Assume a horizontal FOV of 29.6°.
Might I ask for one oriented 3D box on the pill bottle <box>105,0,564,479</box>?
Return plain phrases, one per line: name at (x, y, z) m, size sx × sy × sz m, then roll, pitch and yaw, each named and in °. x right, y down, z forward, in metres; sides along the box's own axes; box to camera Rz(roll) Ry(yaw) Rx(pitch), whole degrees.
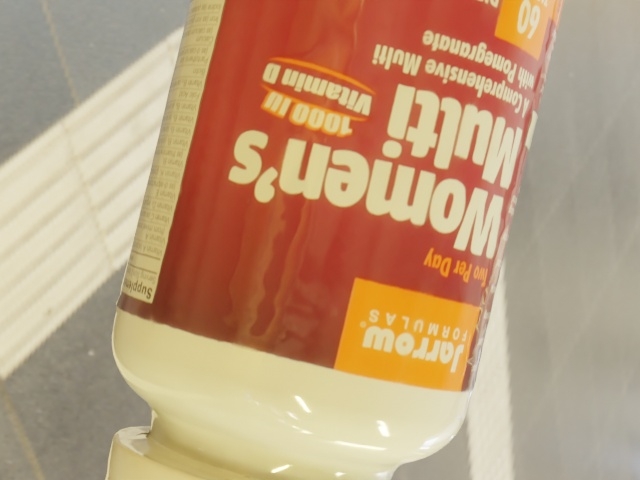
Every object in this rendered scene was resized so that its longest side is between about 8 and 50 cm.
pill bottle at (0.000, 0.000, 0.401) m, size 0.121 × 0.121 × 0.221 m, roll 15°, pitch 88°, yaw -60°
